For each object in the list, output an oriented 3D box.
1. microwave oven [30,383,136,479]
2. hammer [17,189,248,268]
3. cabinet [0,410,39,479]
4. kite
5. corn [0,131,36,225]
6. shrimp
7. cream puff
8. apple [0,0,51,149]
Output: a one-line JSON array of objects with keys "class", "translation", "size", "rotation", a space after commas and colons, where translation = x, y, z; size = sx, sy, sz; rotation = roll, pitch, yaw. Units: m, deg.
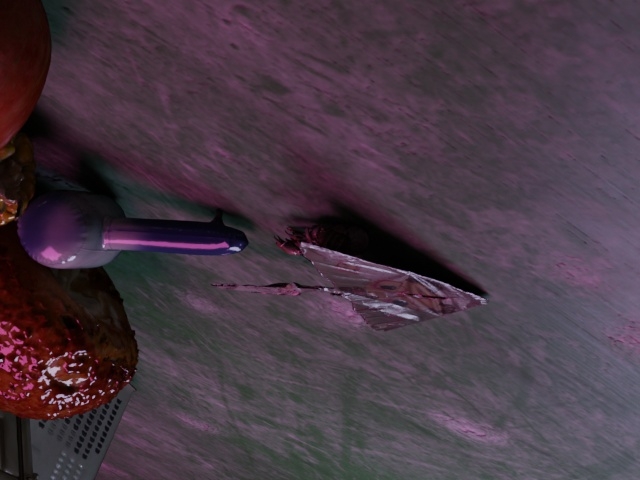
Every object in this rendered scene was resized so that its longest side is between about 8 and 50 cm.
[{"class": "microwave oven", "translation": [-0.498, 0.226, 1.506], "size": [0.394, 0.333, 0.247], "rotation": [12, 158, 23]}, {"class": "hammer", "translation": [-0.155, -0.006, 1.044], "size": [0.194, 0.069, 0.116], "rotation": [3, 180, 14]}, {"class": "cabinet", "translation": [-0.443, 0.168, 1.200], "size": [0.227, 0.318, 0.290], "rotation": [-20, 149, 15]}, {"class": "kite", "translation": [0.018, 0.040, 1.001], "size": [0.250, 0.012, 0.229], "rotation": [1, 158, 23]}, {"class": "corn", "translation": [-0.355, -0.077, 1.056], "size": [0.310, 0.101, 0.101], "rotation": [14, 153, 37]}, {"class": "shrimp", "translation": [-0.004, 0.001, 0.961], "size": [0.092, 0.038, 0.029], "rotation": [-2, 101, 46]}, {"class": "cream puff", "translation": [-0.282, 0.064, 1.136], "size": [0.164, 0.240, 0.240], "rotation": [-35, 126, 14]}, {"class": "apple", "translation": [-0.295, -0.133, 0.824], "size": [0.209, 0.164, 0.209], "rotation": [19, 152, 11]}]
